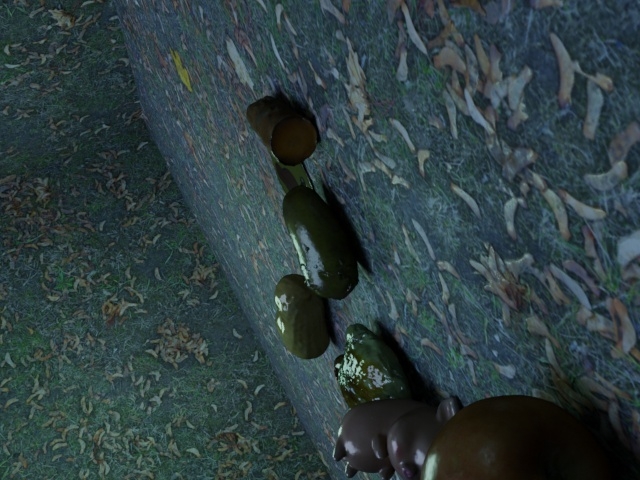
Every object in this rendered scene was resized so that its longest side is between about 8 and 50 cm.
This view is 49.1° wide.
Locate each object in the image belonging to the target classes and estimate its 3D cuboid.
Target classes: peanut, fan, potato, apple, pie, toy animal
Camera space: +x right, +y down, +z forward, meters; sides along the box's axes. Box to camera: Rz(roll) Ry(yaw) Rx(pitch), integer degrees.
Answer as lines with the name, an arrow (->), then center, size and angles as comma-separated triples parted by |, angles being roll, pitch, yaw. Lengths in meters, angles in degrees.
peanut -> -0.057, 0.204, 1.869 | 0.147, 0.148, 0.318 | 52, 164, 39
fan -> -0.061, -0.119, 1.588 | 0.229, 0.011, 0.335 | 52, 160, 37
potato -> 0.000, 0.000, 1.391 | 0.149, 0.113, 0.251 | 113, 139, -81
apple -> 0.242, 0.309, 0.833 | 0.253, 0.254, 0.253 | 57, 164, 26
pie -> 0.117, 0.313, 1.494 | 0.274, 0.106, 0.257 | 104, 145, -54
toy animal -> 0.154, 0.373, 1.306 | 0.250, 0.154, 0.166 | -2, 139, 30

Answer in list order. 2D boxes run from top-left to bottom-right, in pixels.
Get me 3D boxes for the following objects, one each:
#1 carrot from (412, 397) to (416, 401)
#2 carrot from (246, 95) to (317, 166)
carrot -> 0.205, 0.380, 1.464 | 0.142, 0.035, 0.035 | 62, 165, -1
carrot -> -0.096, -0.227, 1.366 | 0.263, 0.102, 0.101 | 44, 155, 56
